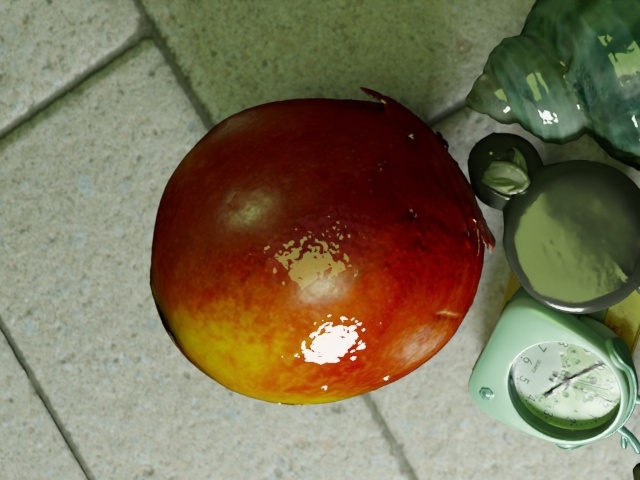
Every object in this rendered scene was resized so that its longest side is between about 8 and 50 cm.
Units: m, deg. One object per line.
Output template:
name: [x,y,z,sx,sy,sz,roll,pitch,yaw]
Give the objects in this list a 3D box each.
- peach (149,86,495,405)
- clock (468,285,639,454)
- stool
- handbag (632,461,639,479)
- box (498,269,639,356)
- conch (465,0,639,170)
peach: [0.000,0.000,1.489,0.370,0.370,0.370,4,102,19]
clock: [0.278,0.156,1.559,0.211,0.066,0.159,29,124,8]
stool: [0.260,-0.024,1.487,0.153,0.139,0.228,-26,86,6]
handbag: [0.531,0.261,1.386,0.325,0.162,0.327,-34,125,25]
box: [0.285,0.070,1.577,0.155,0.023,0.087,18,104,15]
conch: [0.287,-0.168,1.458,0.277,0.195,0.220,-6,130,-4]
